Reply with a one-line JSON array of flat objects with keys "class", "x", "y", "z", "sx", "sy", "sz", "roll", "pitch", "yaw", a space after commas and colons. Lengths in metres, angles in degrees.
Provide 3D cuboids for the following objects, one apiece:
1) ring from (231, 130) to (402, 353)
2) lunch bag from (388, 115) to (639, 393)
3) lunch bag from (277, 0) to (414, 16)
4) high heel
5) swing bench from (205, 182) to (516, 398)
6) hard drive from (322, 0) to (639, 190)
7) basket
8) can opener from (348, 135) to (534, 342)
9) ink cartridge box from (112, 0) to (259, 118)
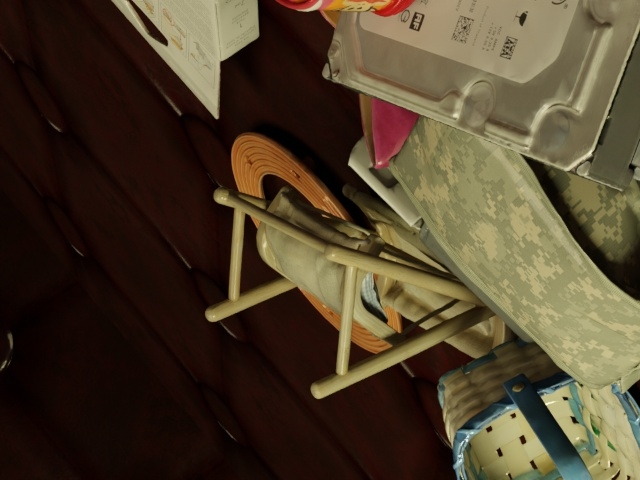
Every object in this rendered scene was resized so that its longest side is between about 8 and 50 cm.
[{"class": "ring", "x": 0.000, "y": 0.000, "z": 2.325, "sx": 0.336, "sy": 0.032, "sz": 0.336, "roll": 46, "pitch": 161, "yaw": 21}, {"class": "lunch bag", "x": 0.213, "y": -0.024, "z": 1.514, "sx": 0.287, "sy": 0.169, "sz": 0.235, "roll": 56, "pitch": 162, "yaw": 10}, {"class": "lunch bag", "x": 0.002, "y": -0.333, "z": 1.360, "sx": 0.258, "sy": 0.120, "sz": 0.293, "roll": 45, "pitch": 127, "yaw": 45}, {"class": "high heel", "x": 0.028, "y": -0.181, "z": 1.777, "sx": 0.244, "sy": 0.117, "sz": 0.082, "roll": 50, "pitch": 162, "yaw": 12}, {"class": "swing bench", "x": 0.046, "y": 0.042, "z": 1.996, "sx": 0.253, "sy": 0.255, "sz": 0.165, "roll": 28, "pitch": 117, "yaw": 54}, {"class": "hard drive", "x": 0.142, "y": -0.187, "z": 1.319, "sx": 0.064, "sy": 0.237, "sz": 0.339, "roll": 15, "pitch": -172, "yaw": -36}, {"class": "basket", "x": 0.241, "y": 0.236, "z": 1.824, "sx": 0.289, "sy": 0.201, "sz": 0.254, "roll": -112, "pitch": -2, "yaw": -56}, {"class": "can opener", "x": 0.142, "y": -0.025, "z": 1.840, "sx": 0.283, "sy": 0.076, "sz": 0.095, "roll": 45, "pitch": 150, "yaw": 18}, {"class": "ink cartridge box", "x": -0.186, "y": -0.322, "z": 2.151, "sx": 0.296, "sy": 0.066, "sz": 0.261, "roll": 48, "pitch": 161, "yaw": 20}]
